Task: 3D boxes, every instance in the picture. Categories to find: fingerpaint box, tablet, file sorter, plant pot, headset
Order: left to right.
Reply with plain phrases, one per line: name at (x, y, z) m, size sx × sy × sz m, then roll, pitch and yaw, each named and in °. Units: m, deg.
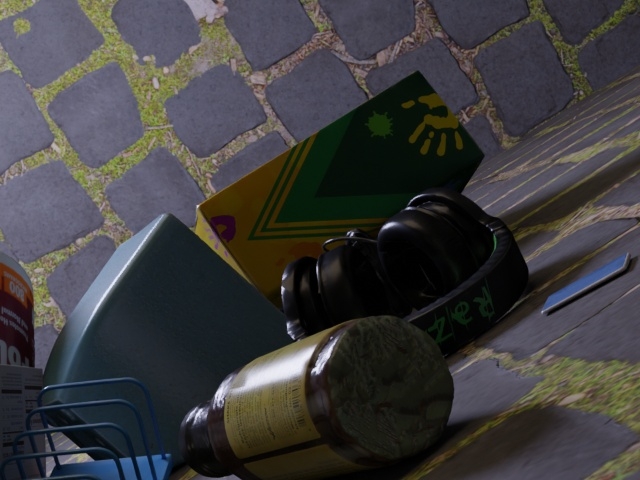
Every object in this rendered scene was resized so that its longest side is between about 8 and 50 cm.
file sorter at (-0.214, 0.210, 1.276) m, size 0.118 × 0.104 × 0.170 m, roll -6°, pitch 24°, yaw 9°
plant pot at (-0.206, 0.158, 1.761) m, size 0.252 × 0.247 × 0.248 m, roll -52°, pitch 10°, yaw -22°
fingerpaint box at (0.000, 0.000, 2.040) m, size 0.371 × 0.163 × 0.445 m, roll -32°, pitch -12°, yaw -19°
headset at (0.086, 0.065, 1.507) m, size 0.243 × 0.185 × 0.394 m, roll -28°, pitch 17°, yaw -3°
tablet at (0.230, 0.038, 1.232) m, size 0.083 × 0.006 × 0.054 m, roll -32°, pitch 2°, yaw 21°

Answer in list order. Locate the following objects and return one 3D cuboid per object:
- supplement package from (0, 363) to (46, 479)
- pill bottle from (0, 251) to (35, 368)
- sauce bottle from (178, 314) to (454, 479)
supplement package at (-0.382, 0.190, 1.311) m, size 0.204 × 0.145 × 0.262 m, roll -3°, pitch -7°, yaw 2°
pill bottle at (-0.464, 0.212, 1.761) m, size 0.224 × 0.392 × 0.224 m, roll -6°, pitch -39°, yaw -5°
sauce bottle at (-0.024, 0.139, 1.139) m, size 0.111 × 0.111 × 0.344 m, roll -33°, pitch 4°, yaw -30°
